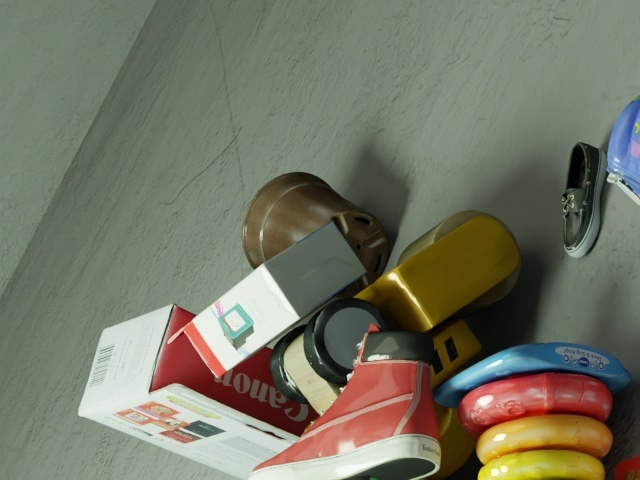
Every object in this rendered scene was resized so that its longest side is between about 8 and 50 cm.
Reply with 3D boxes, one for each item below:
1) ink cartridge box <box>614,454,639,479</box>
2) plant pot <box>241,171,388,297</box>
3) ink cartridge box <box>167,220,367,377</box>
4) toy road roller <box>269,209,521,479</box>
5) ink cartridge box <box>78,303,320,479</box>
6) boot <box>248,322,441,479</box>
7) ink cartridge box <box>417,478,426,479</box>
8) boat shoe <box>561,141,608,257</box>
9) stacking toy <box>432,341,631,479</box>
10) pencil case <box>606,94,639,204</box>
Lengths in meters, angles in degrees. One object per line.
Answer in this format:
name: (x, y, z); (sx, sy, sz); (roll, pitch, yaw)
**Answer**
ink cartridge box: (0.340, 0.258, 1.605); (0.232, 0.066, 0.189); (-28, 43, 45)
plant pot: (0.000, 0.000, 2.359); (0.165, 0.167, 0.167); (24, 88, 57)
ink cartridge box: (-0.067, 0.079, 1.998); (0.134, 0.078, 0.231); (-32, -4, -43)
toy road roller: (0.120, 0.142, 1.988); (0.329, 0.241, 0.202); (-35, -2, -22)
ink cartridge box: (-0.109, 0.206, 2.192); (0.272, 0.309, 0.130); (-20, 50, 54)
boot: (0.024, 0.187, 1.823); (0.244, 0.088, 0.176); (-23, 54, 33)
ink cartridge box: (0.011, 0.460, 1.903); (0.285, 0.166, 0.395); (-8, 59, 60)
boat shoe: (0.300, -0.048, 1.967); (0.049, 0.040, 0.142); (-22, 48, 54)
stacking toy: (0.229, 0.267, 1.723); (0.165, 0.175, 0.302); (-35, 50, 50)
pencil case: (0.396, -0.057, 1.704); (0.133, 0.119, 0.306); (-33, 28, -3)
